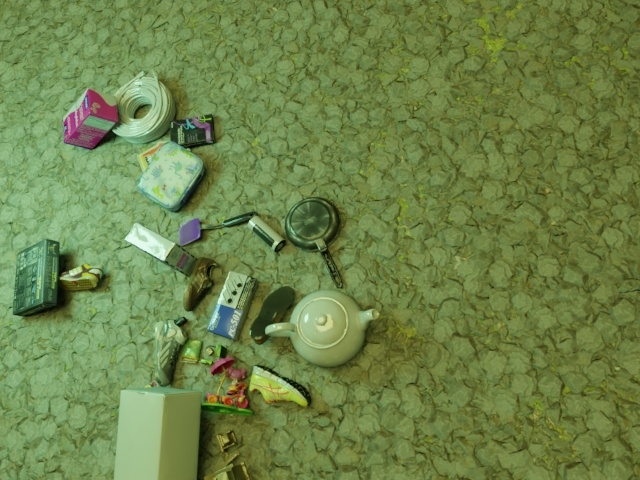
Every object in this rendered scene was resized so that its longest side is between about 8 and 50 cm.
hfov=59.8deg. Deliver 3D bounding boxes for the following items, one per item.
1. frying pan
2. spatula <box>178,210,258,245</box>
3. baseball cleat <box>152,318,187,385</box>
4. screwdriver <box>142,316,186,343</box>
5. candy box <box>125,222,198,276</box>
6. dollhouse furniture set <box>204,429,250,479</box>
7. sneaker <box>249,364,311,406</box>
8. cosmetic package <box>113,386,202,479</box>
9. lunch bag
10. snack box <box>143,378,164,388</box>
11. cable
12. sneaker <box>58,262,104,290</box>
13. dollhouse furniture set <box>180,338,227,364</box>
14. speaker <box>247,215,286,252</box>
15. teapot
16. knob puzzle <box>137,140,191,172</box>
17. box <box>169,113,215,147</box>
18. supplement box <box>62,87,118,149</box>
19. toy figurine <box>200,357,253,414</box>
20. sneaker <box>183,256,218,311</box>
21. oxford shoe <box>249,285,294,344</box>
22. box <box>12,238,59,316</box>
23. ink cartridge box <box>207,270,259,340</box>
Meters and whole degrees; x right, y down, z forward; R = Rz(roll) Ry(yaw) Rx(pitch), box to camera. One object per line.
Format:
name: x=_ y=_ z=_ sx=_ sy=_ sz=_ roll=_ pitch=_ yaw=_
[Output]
frying pan: x=-0.029 y=0.000 z=1.825 sx=0.197 sy=0.053 sz=0.326 roll=-4 pitch=67 yaw=10
spatula: x=-0.355 y=-0.055 z=1.913 sx=0.296 sy=0.030 sz=0.084 roll=-14 pitch=67 yaw=6
baseball cleat: x=-0.474 y=0.352 z=1.766 sx=0.109 sy=0.072 sz=0.206 roll=-12 pitch=79 yaw=4
screwdriver: x=-0.514 y=0.299 z=1.833 sx=0.169 sy=0.025 sz=0.024 roll=-32 pitch=69 yaw=8
candy box: x=-0.514 y=0.033 z=1.824 sx=0.164 sy=0.196 sz=0.070 roll=25 pitch=78 yaw=18
dollhouse furniture set: x=-0.297 y=0.632 z=1.582 sx=0.101 sy=0.182 sz=0.161 roll=-26 pitch=69 yaw=1
sneaker: x=-0.124 y=0.457 z=1.673 sx=0.208 sy=0.081 sz=0.094 roll=22 pitch=84 yaw=24
cosmetic package: x=-0.465 y=0.610 z=1.579 sx=0.196 sy=0.155 sz=0.366 roll=-3 pitch=79 yaw=35
lunch bag: x=-0.520 y=-0.221 z=1.959 sx=0.176 sy=0.090 sz=0.219 roll=30 pitch=80 yaw=4
snack box: x=-0.513 y=0.519 z=1.741 sx=0.100 sy=0.037 sz=0.141 roll=-43 pitch=70 yaw=-4
cable: x=-0.674 y=-0.490 z=2.096 sx=0.257 sy=0.089 sz=0.257 roll=-30 pitch=69 yaw=1
sneaker: x=-0.836 y=0.123 z=1.934 sx=0.185 sy=0.070 sz=0.084 roll=-1 pitch=44 yaw=18
dollhouse furniture set: x=-0.378 y=0.351 z=1.762 sx=0.151 sy=0.058 sz=0.076 roll=4 pitch=72 yaw=12
speaker: x=-0.180 y=-0.023 z=1.856 sx=0.136 sy=0.055 sz=0.055 roll=41 pitch=83 yaw=20
teapot: x=0.009 y=0.253 z=1.653 sx=0.252 sy=0.187 sz=0.256 roll=36 pitch=82 yaw=20
knob puzzle: x=-0.564 y=-0.291 z=2.037 sx=0.213 sy=0.030 sz=0.213 roll=-4 pitch=70 yaw=10
box: x=-0.472 y=-0.399 z=2.046 sx=0.162 sy=0.029 sz=0.116 roll=-11 pitch=65 yaw=3
supplement box: x=-0.848 y=-0.443 z=2.046 sx=0.220 sy=0.113 sz=0.111 roll=-29 pitch=64 yaw=36
toy figurine: x=-0.278 y=0.438 z=1.696 sx=0.173 sy=0.130 sz=0.159 roll=11 pitch=62 yaw=-8
sneaker: x=-0.394 y=0.146 z=1.832 sx=0.071 sy=0.066 sz=0.189 roll=10 pitch=74 yaw=13
oxford shoe: x=-0.152 y=0.235 z=1.758 sx=0.076 sy=0.076 sz=0.212 roll=26 pitch=62 yaw=20
box: x=-0.981 y=0.130 z=1.922 sx=0.183 sy=0.059 sz=0.233 roll=-20 pitch=67 yaw=31
ink cartridge box: x=-0.281 y=0.210 z=1.799 sx=0.097 sy=0.046 sz=0.207 roll=14 pitch=75 yaw=16
